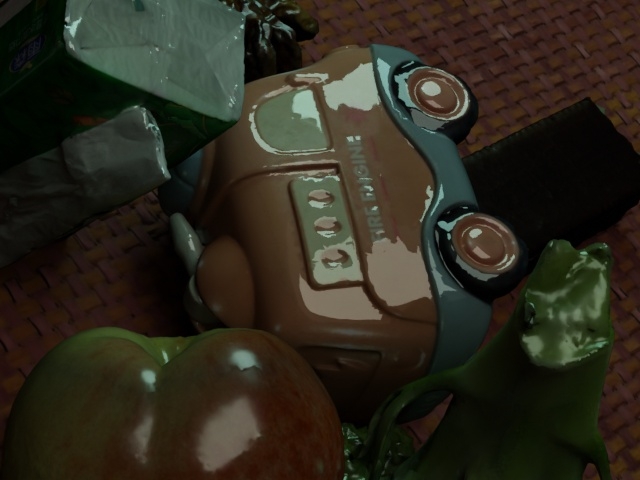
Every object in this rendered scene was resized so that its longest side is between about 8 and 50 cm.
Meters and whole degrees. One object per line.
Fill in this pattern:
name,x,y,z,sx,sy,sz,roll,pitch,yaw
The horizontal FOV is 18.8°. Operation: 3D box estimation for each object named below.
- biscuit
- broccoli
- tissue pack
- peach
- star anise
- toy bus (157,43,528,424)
biscuit,0.184,-0.040,1.656,0.252,0.070,0.106,-27,75,-44
broccoli,0.123,0.191,1.268,0.254,0.302,0.186,48,46,0
tissue pack,-0.172,-0.076,1.320,0.148,0.209,0.156,24,53,-35
peach,-0.093,0.165,1.223,0.232,0.232,0.232,19,48,-22
star anise,-0.088,-0.222,1.616,0.177,0.073,0.234,4,47,-43
toy bus,0.000,0.000,1.427,0.232,0.194,0.288,-3,58,-22
